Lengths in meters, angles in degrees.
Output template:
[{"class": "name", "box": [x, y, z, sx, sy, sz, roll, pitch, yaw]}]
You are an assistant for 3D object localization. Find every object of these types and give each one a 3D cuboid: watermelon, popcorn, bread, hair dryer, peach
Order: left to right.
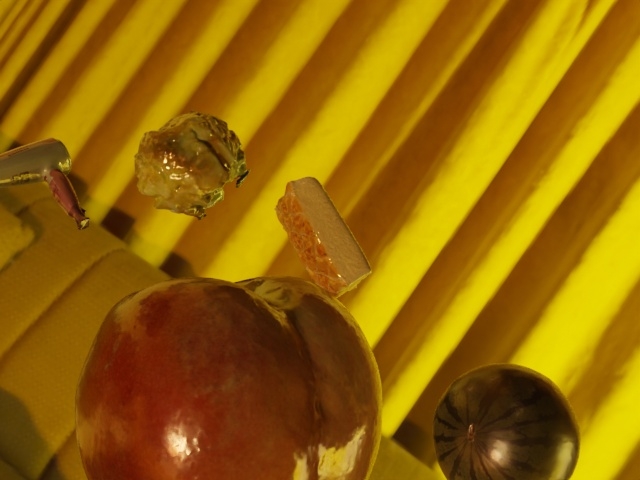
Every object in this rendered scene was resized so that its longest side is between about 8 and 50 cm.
[{"class": "hair dryer", "box": [-0.340, -0.067, 1.122, 0.154, 0.054, 0.106, 38, 42, 24]}, {"class": "popcorn", "box": [-0.216, -0.119, 1.501, 0.198, 0.198, 0.213, 34, -39, 25]}, {"class": "peach", "box": [-0.073, 0.144, 0.716, 0.252, 0.252, 0.252, 34, -1, 1]}, {"class": "bread", "box": [-0.001, -0.001, 1.423, 0.188, 0.068, 0.125, 59, -20, 9]}, {"class": "watermelon", "box": [0.138, 0.141, 0.646, 0.105, 0.105, 0.133, 34, 10, 28]}]
